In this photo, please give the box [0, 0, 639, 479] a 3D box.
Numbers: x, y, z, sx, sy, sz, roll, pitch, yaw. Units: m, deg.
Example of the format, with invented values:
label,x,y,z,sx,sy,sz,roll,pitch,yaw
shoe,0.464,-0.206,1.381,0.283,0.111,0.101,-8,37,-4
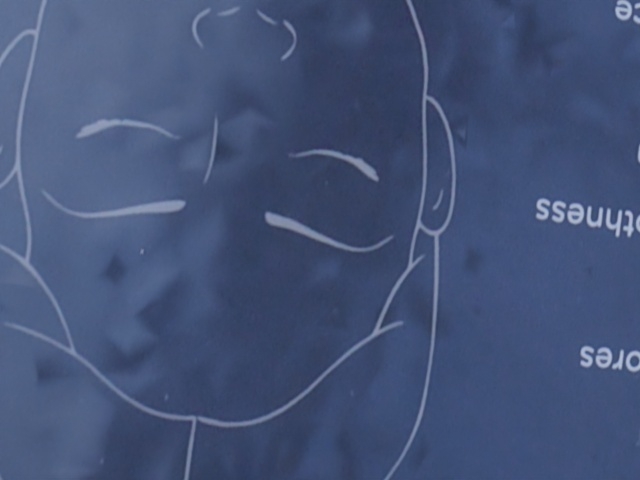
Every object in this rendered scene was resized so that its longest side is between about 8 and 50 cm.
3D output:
label,x,y,z,sx,sy,sz,roll,pitch,yaw
box,0.000,0.000,0.659,0.297,0.480,0.472,-178,-84,-71
